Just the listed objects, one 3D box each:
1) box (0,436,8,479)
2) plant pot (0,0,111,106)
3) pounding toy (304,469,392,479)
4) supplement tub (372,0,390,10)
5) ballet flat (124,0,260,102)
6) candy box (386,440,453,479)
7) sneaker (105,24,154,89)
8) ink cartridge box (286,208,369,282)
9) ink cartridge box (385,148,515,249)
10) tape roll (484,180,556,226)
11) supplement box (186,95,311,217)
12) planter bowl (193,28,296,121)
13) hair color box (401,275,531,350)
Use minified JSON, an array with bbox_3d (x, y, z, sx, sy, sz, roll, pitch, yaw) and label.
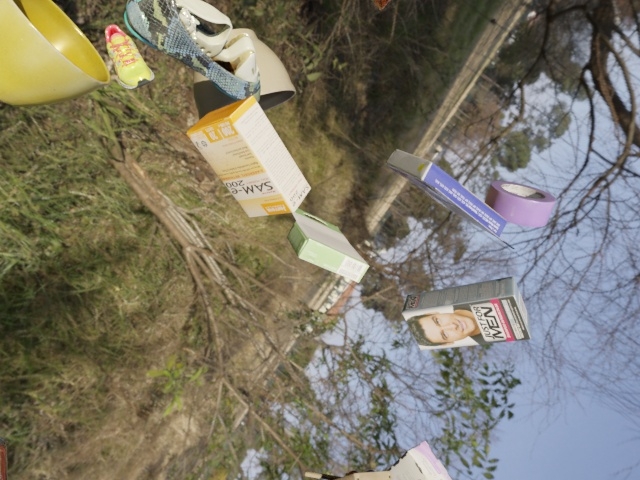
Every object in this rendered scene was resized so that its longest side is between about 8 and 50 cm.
[{"bbox_3d":[-0.176,0.174,0.175,0.036,0.206,0.114,-16,143,-24],"label":"box"},{"bbox_3d":[-0.319,-0.202,0.444,0.095,0.134,0.134,-35,180,5],"label":"plant pot"},{"bbox_3d":[0.062,0.533,0.873,0.141,0.130,0.100,-41,-136,35],"label":"pounding toy"},{"bbox_3d":[0.089,-0.682,0.876,0.194,0.316,0.193,-39,-164,13],"label":"supplement tub"},{"bbox_3d":[-0.105,-0.198,0.427,0.070,0.070,0.188,-52,158,17],"label":"ballet flat"},{"bbox_3d":[0.232,0.606,0.967,0.070,0.164,0.196,-5,134,-39],"label":"candy box"},{"bbox_3d":[-0.478,-0.449,0.993,0.082,0.208,0.094,-31,152,-16],"label":"sneaker"},{"bbox_3d":[0.000,0.000,1.000,0.056,0.171,0.235,-60,-153,12],"label":"ink cartridge box"},{"bbox_3d":[0.357,-0.125,1.109,0.072,0.304,0.307,-55,-156,8],"label":"ink cartridge box"},{"bbox_3d":[0.603,-0.114,1.242,0.189,0.189,0.080,-48,151,-60],"label":"tape roll"},{"bbox_3d":[-0.062,-0.069,0.361,0.062,0.098,0.036,-3,-138,40],"label":"supplement box"},{"bbox_3d":[-0.133,-0.263,0.648,0.162,0.109,0.162,-18,-169,4],"label":"planter bowl"},{"bbox_3d":[0.496,0.259,1.404,0.375,0.185,0.113,-16,-157,32],"label":"hair color box"}]
